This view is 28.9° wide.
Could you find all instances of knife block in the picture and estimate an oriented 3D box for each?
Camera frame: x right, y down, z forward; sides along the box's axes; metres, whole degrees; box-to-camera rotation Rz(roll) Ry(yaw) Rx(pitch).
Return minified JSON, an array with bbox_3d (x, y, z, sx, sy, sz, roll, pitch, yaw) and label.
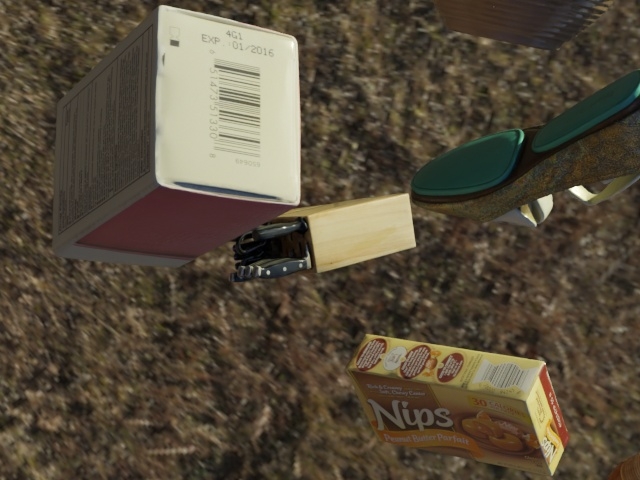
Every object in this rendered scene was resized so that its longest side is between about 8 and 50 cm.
[{"bbox_3d":[0.000,0.000,1.830,0.275,0.242,0.088,-8,97,5],"label":"knife block"}]

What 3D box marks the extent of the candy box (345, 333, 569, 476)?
[{"bbox_3d":[0.213,0.255,1.944,0.088,0.316,0.183,-55,137,-35],"label":"candy box"}]

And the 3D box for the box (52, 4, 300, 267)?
[{"bbox_3d":[-0.126,-0.076,1.039,0.126,0.232,0.149,7,73,-30],"label":"box"}]

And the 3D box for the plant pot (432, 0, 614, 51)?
[{"bbox_3d":[0.196,-0.257,1.264,0.237,0.237,0.110,5,104,-30],"label":"plant pot"}]

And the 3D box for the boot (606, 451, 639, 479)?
[{"bbox_3d":[0.571,0.415,1.934,0.283,0.109,0.220,14,141,-15],"label":"boot"}]

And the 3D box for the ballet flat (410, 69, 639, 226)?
[{"bbox_3d":[0.253,-0.077,1.388,0.123,0.348,0.123,21,59,-39],"label":"ballet flat"}]
